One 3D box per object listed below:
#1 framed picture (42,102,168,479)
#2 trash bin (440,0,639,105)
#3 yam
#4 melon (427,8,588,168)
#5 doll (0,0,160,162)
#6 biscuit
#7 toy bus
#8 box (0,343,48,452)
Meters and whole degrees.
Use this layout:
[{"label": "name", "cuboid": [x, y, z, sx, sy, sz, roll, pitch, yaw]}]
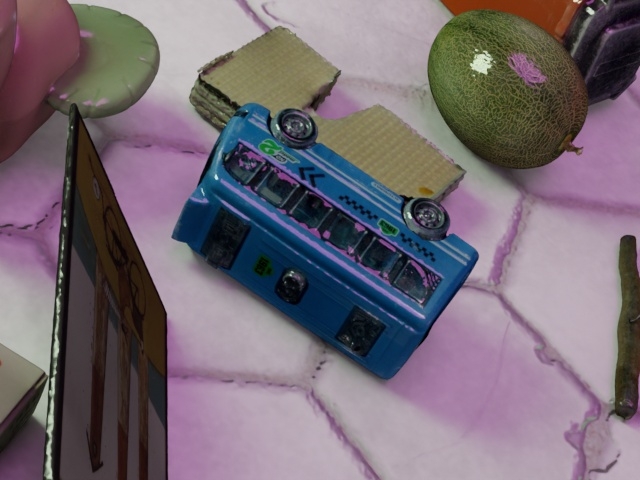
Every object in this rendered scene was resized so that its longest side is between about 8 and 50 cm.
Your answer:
[{"label": "framed picture", "cuboid": [-0.143, 0.099, 1.044, 0.013, 0.244, 0.324, -11, 48, 5]}, {"label": "trash bin", "cuboid": [0.244, -0.273, 1.614, 0.161, 0.184, 0.239, -21, 57, -39]}, {"label": "yam", "cuboid": [0.294, 0.074, 1.422, 0.027, 0.029, 0.234, 1, 43, 12]}, {"label": "melon", "cuboid": [0.190, -0.147, 1.494, 0.192, 0.139, 0.139, 45, 46, 17]}, {"label": "doll", "cuboid": [-0.282, -0.178, 1.235, 0.284, 0.216, 0.268, 27, 38, 1]}, {"label": "biscuit", "cuboid": [0.008, -0.102, 1.428, 0.250, 0.046, 0.147, 38, 43, 10]}, {"label": "toy bus", "cuboid": [0.000, 0.000, 1.283, 0.246, 0.113, 0.134, 34, 50, 3]}, {"label": "box", "cuboid": [-0.397, 0.082, 1.048, 0.353, 0.069, 0.214, 33, 44, 2]}]
